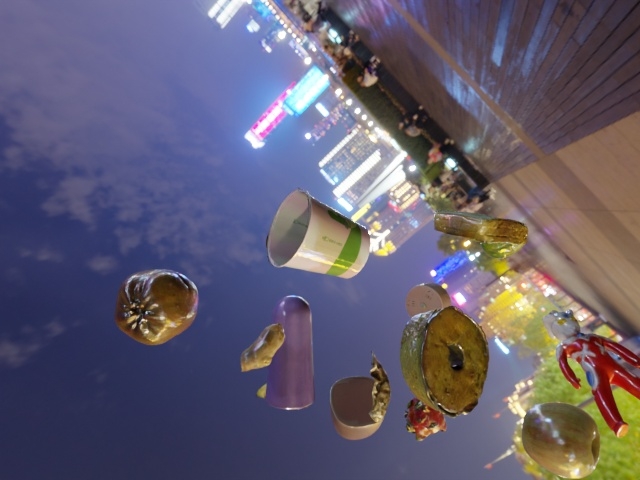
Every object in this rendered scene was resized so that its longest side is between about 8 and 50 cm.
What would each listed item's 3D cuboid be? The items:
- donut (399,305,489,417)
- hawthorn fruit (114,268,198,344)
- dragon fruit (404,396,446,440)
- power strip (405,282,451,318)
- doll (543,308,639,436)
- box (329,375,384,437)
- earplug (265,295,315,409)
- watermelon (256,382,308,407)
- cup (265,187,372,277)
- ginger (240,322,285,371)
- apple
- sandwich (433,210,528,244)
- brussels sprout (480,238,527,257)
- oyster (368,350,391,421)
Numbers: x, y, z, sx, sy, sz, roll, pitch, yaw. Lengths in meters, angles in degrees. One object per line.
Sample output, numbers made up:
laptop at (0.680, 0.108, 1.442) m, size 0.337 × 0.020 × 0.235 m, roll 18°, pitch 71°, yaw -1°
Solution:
donut at (0.297, 0.286, 0.993) m, size 0.272 × 0.107 × 0.272 m, roll 6°, pitch -100°, yaw -36°
hawthorn fruit at (-0.574, 0.224, 1.475) m, size 0.268 × 0.268 × 0.301 m, roll 50°, pitch -172°, yaw 7°
dragon fruit at (0.479, 0.853, 1.971) m, size 0.200 × 0.269 × 0.198 m, roll 40°, pitch -140°, yaw -15°
power strip at (0.394, 0.234, 1.488) m, size 0.078 × 0.154 × 0.154 m, roll -3°, pitch -129°, yaw -47°
doll at (0.706, 0.310, 1.046) m, size 0.384 × 0.188 × 0.099 m, roll -103°, pitch 1°, yaw -62°
box at (0.186, 0.893, 2.145) m, size 0.301 × 0.216 × 0.301 m, roll 3°, pitch -141°, yaw -2°
earplug at (-0.124, 0.466, 1.754) m, size 0.215 × 0.215 × 0.456 m, roll 3°, pitch -92°, yaw -68°
watermelon at (-0.184, 0.808, 2.159) m, size 0.129 × 0.301 × 0.123 m, roll -59°, pitch -35°, yaw -46°
cup at (0.000, 0.000, 1.295) m, size 0.274 × 0.253 × 0.253 m, roll 22°, pitch -152°, yaw -30°
ginger at (-0.181, 0.341, 1.289) m, size 0.069 × 0.190 × 0.095 m, roll 49°, pitch 162°, yaw -27°
apple at (0.886, 0.732, 1.510) m, size 0.257 × 0.234 × 0.257 m, roll 9°, pitch -104°, yaw -42°
sandwich at (0.527, -0.049, 1.375) m, size 0.226 × 0.087 × 0.251 m, roll 1°, pitch -171°, yaw -27°
brussels sprout at (0.782, -0.002, 1.743) m, size 0.161 × 0.180 × 0.144 m, roll 52°, pitch -143°, yaw -28°
oyster at (0.255, 0.633, 1.794) m, size 0.166 × 0.094 × 0.294 m, roll -45°, pitch -49°, yaw -62°
